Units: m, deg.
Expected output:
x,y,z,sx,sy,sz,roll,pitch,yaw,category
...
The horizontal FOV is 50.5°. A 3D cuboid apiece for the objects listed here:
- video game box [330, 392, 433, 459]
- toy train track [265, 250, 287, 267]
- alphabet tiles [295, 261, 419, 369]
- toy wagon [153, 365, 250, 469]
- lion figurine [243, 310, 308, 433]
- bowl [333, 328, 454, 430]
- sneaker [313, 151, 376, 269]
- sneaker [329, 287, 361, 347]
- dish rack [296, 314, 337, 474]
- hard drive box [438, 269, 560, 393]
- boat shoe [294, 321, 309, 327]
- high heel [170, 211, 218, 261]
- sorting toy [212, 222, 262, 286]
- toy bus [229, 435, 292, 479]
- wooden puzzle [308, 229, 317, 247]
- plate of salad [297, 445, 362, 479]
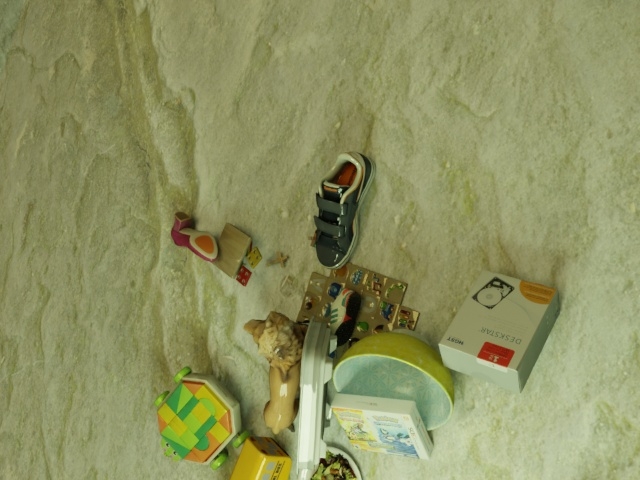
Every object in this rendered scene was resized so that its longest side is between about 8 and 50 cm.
x,y,z,sx,sy,sz,roll,pitch,yaw,category
0.149,0.444,1.622,0.205,0.187,0.048,-2,40,29,video game box
-0.124,0.060,1.953,0.083,0.014,0.048,-23,78,34,toy train track
0.088,0.214,1.797,0.342,0.011,0.285,19,93,33,alphabet tiles
-0.366,0.536,1.947,0.267,0.068,0.344,45,116,9,toy wagon
-0.096,0.354,1.714,0.142,0.240,0.392,-4,102,6,lion figurine
0.189,0.304,1.609,0.289,0.289,0.156,-5,40,32,bowl
0.041,-0.084,1.800,0.126,0.127,0.321,16,91,32,sneaker
0.053,0.201,1.790,0.075,0.057,0.161,33,107,55,sneaker
-0.007,0.375,1.669,0.072,0.285,0.333,5,102,3,dish rack
0.395,0.193,1.488,0.181,0.089,0.232,15,53,33,hard drive box
-0.088,0.253,1.845,0.183,0.083,0.065,0,83,32,boat shoe
-0.388,0.020,2.075,0.244,0.082,0.117,39,133,34,high heel
-0.248,0.035,2.002,0.274,0.046,0.132,30,99,46,sorting toy
-0.187,0.698,1.811,0.108,0.130,0.332,28,98,48,toy bus
0.000,0.000,1.887,0.083,0.006,0.049,22,94,33,wooden puzzle
0.017,0.635,1.754,0.200,0.048,0.200,-6,79,32,plate of salad
